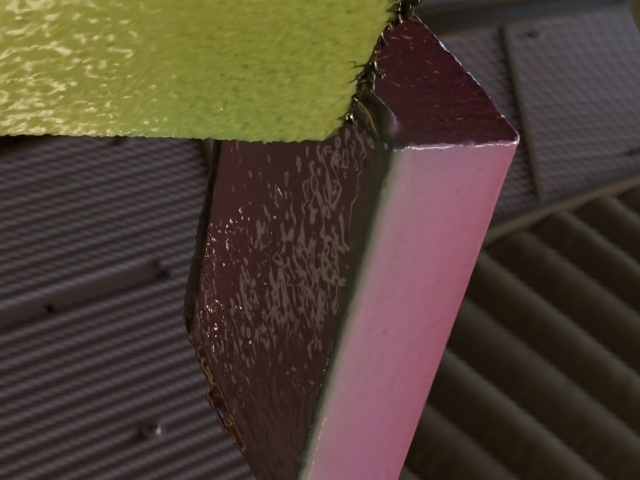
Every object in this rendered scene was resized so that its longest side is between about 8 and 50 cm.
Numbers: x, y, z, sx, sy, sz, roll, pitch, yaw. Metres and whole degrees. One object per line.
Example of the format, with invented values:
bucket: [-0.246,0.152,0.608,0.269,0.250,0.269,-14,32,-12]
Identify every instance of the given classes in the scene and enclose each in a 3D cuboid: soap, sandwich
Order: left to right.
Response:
sandwich: [-0.068,-0.081,0.401,0.212,0.245,0.063,-18,-106,-19]
soap: [0.002,0.000,0.680,0.081,0.259,0.181,-6,-140,-27]

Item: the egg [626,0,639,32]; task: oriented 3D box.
egg: [0.219,-0.139,0.565,0.169,0.169,0.236,0,-126,-15]
